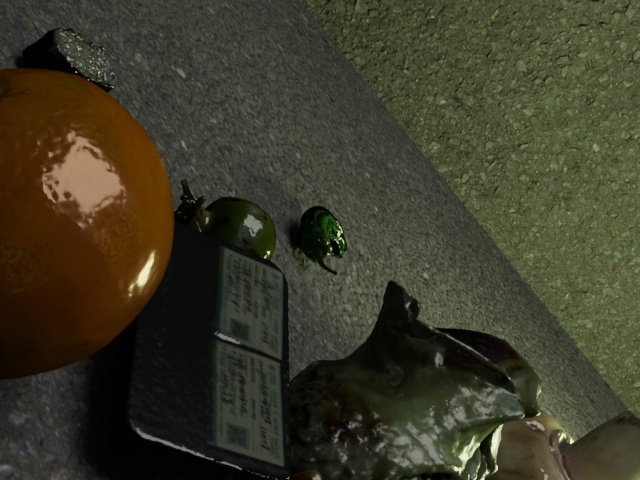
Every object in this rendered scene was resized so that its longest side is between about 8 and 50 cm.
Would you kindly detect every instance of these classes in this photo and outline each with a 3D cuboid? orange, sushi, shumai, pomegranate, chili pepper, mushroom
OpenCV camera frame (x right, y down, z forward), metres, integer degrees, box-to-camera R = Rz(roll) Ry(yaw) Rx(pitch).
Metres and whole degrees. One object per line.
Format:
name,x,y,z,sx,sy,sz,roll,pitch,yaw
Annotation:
orange,-0.294,-0.018,1.112,0.312,0.312,0.312,47,20,-23
sushi,-0.366,-0.252,1.686,0.150,0.078,0.090,17,48,-63
shumai,0.133,0.260,1.554,0.395,0.348,0.395,47,-1,1
pomegranate,-0.147,-0.002,1.715,0.169,0.148,0.148,16,42,-47
chili pepper,0.000,0.000,2.182,0.122,0.065,0.279,51,15,-2
mushroom,0.436,0.476,2.127,0.353,0.353,0.325,-82,166,-64

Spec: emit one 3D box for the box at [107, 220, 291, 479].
box,-0.135,0.133,1.373,0.211,0.058,0.350,24,37,-22

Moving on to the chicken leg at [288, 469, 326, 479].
chicken leg,0.102,0.405,1.315,0.361,0.211,0.140,19,-7,-14
